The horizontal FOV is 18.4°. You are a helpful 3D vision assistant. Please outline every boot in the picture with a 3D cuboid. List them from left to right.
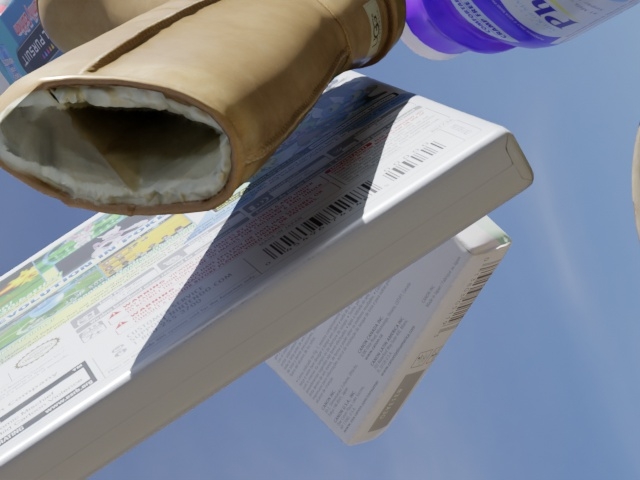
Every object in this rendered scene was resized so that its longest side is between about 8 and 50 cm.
[{"bbox_3d":[-0.097,-0.096,1.018,0.269,0.236,0.089,-45,-48,-59],"label":"boot"}]

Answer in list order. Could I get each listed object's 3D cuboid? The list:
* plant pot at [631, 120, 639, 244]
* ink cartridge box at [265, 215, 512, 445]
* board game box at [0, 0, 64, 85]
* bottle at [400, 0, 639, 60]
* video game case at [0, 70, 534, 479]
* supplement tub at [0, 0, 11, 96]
[{"bbox_3d":[0.353,0.020,1.173,0.280,0.323,0.323,65,-164,-62],"label":"plant pot"},{"bbox_3d":[0.000,0.000,1.357,0.225,0.181,0.056,46,-148,24],"label":"ink cartridge box"},{"bbox_3d":[-0.103,-0.252,1.656,0.079,0.336,0.254,55,156,-3],"label":"board game box"},{"bbox_3d":[0.130,-0.178,1.209,0.118,0.283,0.092,46,-114,-9],"label":"bottle"},{"bbox_3d":[-0.080,0.022,1.027,0.036,0.329,0.300,58,173,-18],"label":"video game case"},{"bbox_3d":[-0.260,-0.228,2.071,0.272,0.191,0.191,-58,-47,-37],"label":"supplement tub"}]
